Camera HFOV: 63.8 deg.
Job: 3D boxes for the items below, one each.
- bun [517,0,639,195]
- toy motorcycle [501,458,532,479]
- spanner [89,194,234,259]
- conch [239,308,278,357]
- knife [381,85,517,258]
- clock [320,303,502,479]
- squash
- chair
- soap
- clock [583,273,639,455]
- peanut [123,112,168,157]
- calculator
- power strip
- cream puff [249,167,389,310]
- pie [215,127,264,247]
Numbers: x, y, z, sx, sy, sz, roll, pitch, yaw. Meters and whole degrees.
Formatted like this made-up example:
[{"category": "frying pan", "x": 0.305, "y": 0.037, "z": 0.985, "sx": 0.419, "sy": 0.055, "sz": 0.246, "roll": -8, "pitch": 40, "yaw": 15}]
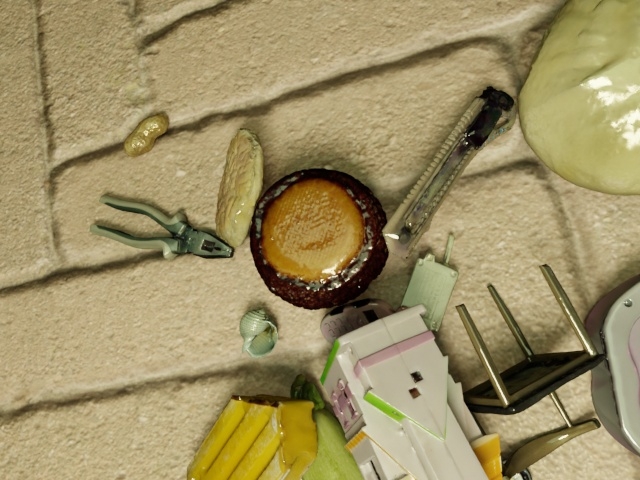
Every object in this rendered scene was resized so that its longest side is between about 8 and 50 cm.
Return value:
[{"category": "bun", "x": 0.490, "y": -0.254, "z": 0.773, "sx": 0.364, "sy": 0.202, "sz": 0.364, "roll": -2, "pitch": 81, "yaw": 13}, {"category": "toy motorcycle", "x": 0.250, "y": 0.446, "z": 0.770, "sx": 0.228, "sy": 0.074, "sz": 0.151, "roll": -38, "pitch": 68, "yaw": -5}, {"category": "spanner", "x": -0.314, "y": -0.018, "z": 1.016, "sx": 0.324, "sy": 0.040, "sz": 0.096, "roll": 15, "pitch": 85, "yaw": 18}, {"category": "conch", "x": -0.110, "y": 0.163, "z": 0.923, "sx": 0.076, "sy": 0.057, "sz": 0.085, "roll": 21, "pitch": 116, "yaw": 0}, {"category": "knife", "x": 0.219, "y": -0.119, "z": 0.837, "sx": 0.089, "sy": 0.043, "sz": 0.365, "roll": 42, "pitch": 74, "yaw": -13}, {"category": "clock", "x": 0.136, "y": 0.282, "z": 0.718, "sx": 0.166, "sy": 0.235, "sz": 0.310, "roll": -18, "pitch": 64, "yaw": -16}, {"category": "squash", "x": 0.012, "y": 0.364, "z": 0.839, "sx": 0.137, "sy": 0.137, "sz": 0.287, "roll": -39, "pitch": 61, "yaw": 4}, {"category": "chair", "x": 0.291, "y": 0.198, "z": 0.741, "sx": 0.188, "sy": 0.166, "sz": 0.272, "roll": -22, "pitch": 80, "yaw": -19}, {"category": "soap", "x": -0.107, "y": 0.342, "z": 0.820, "sx": 0.160, "sy": 0.080, "sz": 0.257, "roll": 47, "pitch": 113, "yaw": 36}, {"category": "clock", "x": 0.561, "y": 0.184, "z": 0.724, "sx": 0.338, "sy": 0.102, "sz": 0.339, "roll": -2, "pitch": 79, "yaw": 13}, {"category": "peanut", "x": -0.359, "y": -0.217, "z": 1.060, "sx": 0.113, "sy": 0.054, "sz": 0.054, "roll": -46, "pitch": 73, "yaw": 2}, {"category": "calculator", "x": 0.077, "y": 0.140, "z": 0.861, "sx": 0.166, "sy": 0.103, "sz": 0.024, "roll": -17, "pitch": 31, "yaw": 24}, {"category": "power strip", "x": 0.190, "y": 0.071, "z": 0.869, "sx": 0.075, "sy": 0.042, "sz": 0.175, "roll": 21, "pitch": 87, "yaw": 16}, {"category": "cream puff", "x": 0.000, "y": 0.000, "z": 0.867, "sx": 0.239, "sy": 0.165, "sz": 0.239, "roll": -3, "pitch": 79, "yaw": 13}, {"category": "pie", "x": -0.145, "y": -0.097, "z": 0.924, "sx": 0.052, "sy": 0.185, "sz": 0.218, "roll": 11, "pitch": 82, "yaw": -20}]
